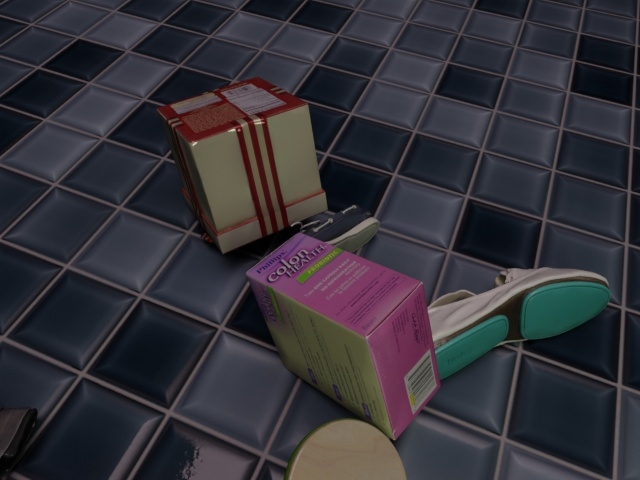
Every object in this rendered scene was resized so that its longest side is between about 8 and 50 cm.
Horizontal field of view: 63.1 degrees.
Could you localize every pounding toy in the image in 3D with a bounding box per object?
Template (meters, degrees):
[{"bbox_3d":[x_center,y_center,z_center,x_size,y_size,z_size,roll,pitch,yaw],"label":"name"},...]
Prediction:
[{"bbox_3d":[0.028,0.366,0.716,0.183,0.110,0.236,-23,85,-32],"label":"pounding toy"}]

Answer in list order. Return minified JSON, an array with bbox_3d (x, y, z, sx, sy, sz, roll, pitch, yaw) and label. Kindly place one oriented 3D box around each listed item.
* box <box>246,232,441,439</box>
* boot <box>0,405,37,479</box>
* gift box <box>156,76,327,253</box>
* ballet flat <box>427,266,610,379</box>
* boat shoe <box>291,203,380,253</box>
[{"bbox_3d":[0.035,0.132,0.769,0.243,0.213,0.117,21,49,42],"label":"box"},{"bbox_3d":[-0.534,0.244,0.786,0.223,0.118,0.338,12,50,-6],"label":"boot"},{"bbox_3d":[-0.146,-0.151,1.017,0.255,0.258,0.276,-21,35,-15],"label":"gift box"},{"bbox_3d":[0.310,0.115,0.907,0.401,0.139,0.139,-18,54,-15],"label":"ballet flat"},{"bbox_3d":[0.000,0.000,0.995,0.255,0.095,0.079,-30,60,-25],"label":"boat shoe"}]
